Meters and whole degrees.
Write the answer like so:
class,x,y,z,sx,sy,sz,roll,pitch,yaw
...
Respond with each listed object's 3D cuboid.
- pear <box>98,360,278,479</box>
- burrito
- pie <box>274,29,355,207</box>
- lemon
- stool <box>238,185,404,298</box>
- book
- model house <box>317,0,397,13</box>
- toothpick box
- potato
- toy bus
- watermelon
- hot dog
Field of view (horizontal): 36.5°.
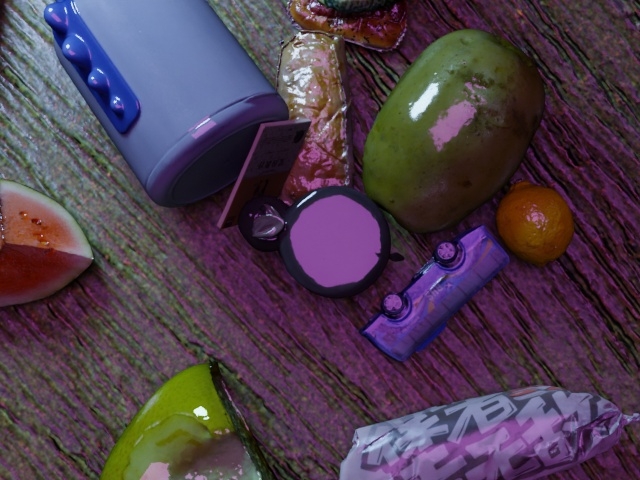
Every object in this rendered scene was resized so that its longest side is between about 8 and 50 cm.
class,x,y,z,sx,sy,sz,roll,pitch,yaw
pear,-0.204,0.347,1.341,0.281,0.176,0.286,-30,79,0
burrito,0.235,0.284,1.360,0.445,0.101,0.139,-17,75,3
pie,-0.013,-0.177,1.465,0.128,0.068,0.283,-2,89,11
lemon,0.308,-0.027,1.401,0.109,0.109,0.133,-18,87,0
stool,0.004,-0.008,1.395,0.228,0.139,0.153,38,87,4
book,-0.080,-0.097,1.395,0.012,0.118,0.172,38,118,22
model house,0.076,-0.474,1.417,0.195,0.189,0.214,-6,66,-9
toothpick box,-0.241,-0.247,1.396,0.263,0.263,0.355,-35,79,-3
potato,0.187,-0.158,1.383,0.216,0.216,0.304,41,83,9
toy bus,0.165,0.077,1.407,0.236,0.079,0.094,-44,83,-4
watermelon,-0.451,0.022,1.452,0.193,0.137,0.145,40,120,9
hot dog,0.044,-0.357,1.498,0.191,0.059,0.108,16,86,4
